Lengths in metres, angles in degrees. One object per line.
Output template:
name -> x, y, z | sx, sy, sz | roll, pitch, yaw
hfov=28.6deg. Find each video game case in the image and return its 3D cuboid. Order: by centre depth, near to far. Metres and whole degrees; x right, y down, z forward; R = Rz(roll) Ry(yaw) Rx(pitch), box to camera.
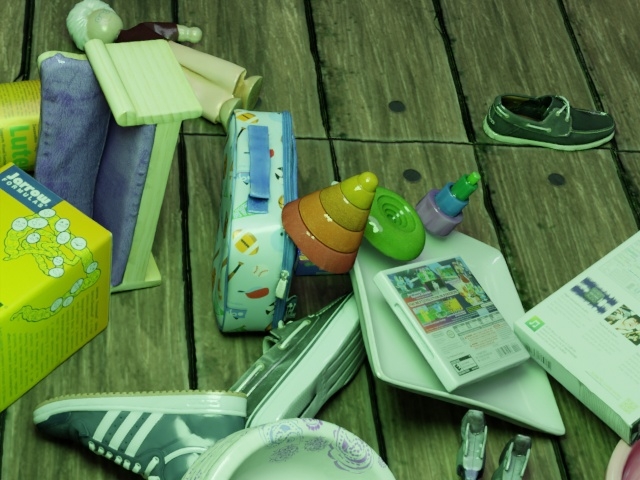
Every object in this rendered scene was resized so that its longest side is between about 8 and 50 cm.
video game case -> 0.180, 0.106, 1.696 | 0.201, 0.023, 0.183 | -11, 62, -52

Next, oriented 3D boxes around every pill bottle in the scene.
pill bottle -> -0.430, -0.175, 1.903 | 0.246, 0.136, 0.136 | -9, 51, -19

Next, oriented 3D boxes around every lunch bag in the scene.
lunch bag -> -0.087, -0.028, 1.767 | 0.115, 0.243, 0.303 | 3, 47, -8

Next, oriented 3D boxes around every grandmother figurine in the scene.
grandmother figurine -> -0.267, -0.304, 2.083 | 0.342, 0.104, 0.208 | 27, 40, 10

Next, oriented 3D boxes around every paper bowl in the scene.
paper bowl -> -0.046, 0.353, 1.448 | 0.284, 0.148, 0.284 | 8, 73, -28

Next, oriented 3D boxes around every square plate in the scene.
square plate -> 0.167, 0.103, 1.753 | 0.347, 0.049, 0.344 | 21, 39, -34

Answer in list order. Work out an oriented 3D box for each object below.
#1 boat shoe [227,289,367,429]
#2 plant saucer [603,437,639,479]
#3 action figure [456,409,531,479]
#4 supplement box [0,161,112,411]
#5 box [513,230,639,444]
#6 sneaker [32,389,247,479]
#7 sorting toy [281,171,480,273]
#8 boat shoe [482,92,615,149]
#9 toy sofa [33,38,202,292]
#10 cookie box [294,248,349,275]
boat shoe -> -0.028, 0.156, 1.694 | 0.119, 0.121, 0.335 | 23, 42, 22
plant saucer -> 0.523, 0.374, 1.635 | 0.332, 0.084, 0.332 | 6, 47, -7
action figure -> 0.196, 0.363, 1.572 | 0.185, 0.099, 0.285 | 18, 50, -2
supplement box -> -0.460, 0.096, 1.611 | 0.194, 0.195, 0.356 | 34, 50, 18
box -> 0.464, 0.109, 1.741 | 0.322, 0.058, 0.232 | -34, 51, -15
sneaker -> -0.230, 0.269, 1.566 | 0.282, 0.099, 0.153 | -4, 77, 13
sorting toy -> 0.108, -0.054, 1.701 | 0.365, 0.126, 0.127 | -9, 58, -51
boat shoe -> 0.400, -0.208, 2.144 | 0.233, 0.079, 0.084 | 4, 46, -10
toy sofa -> -0.293, -0.089, 1.703 | 0.177, 0.362, 0.150 | -8, 51, -27
cookie box -> 0.000, 0.000, 1.897 | 0.092, 0.040, 0.107 | -2, 49, -14
